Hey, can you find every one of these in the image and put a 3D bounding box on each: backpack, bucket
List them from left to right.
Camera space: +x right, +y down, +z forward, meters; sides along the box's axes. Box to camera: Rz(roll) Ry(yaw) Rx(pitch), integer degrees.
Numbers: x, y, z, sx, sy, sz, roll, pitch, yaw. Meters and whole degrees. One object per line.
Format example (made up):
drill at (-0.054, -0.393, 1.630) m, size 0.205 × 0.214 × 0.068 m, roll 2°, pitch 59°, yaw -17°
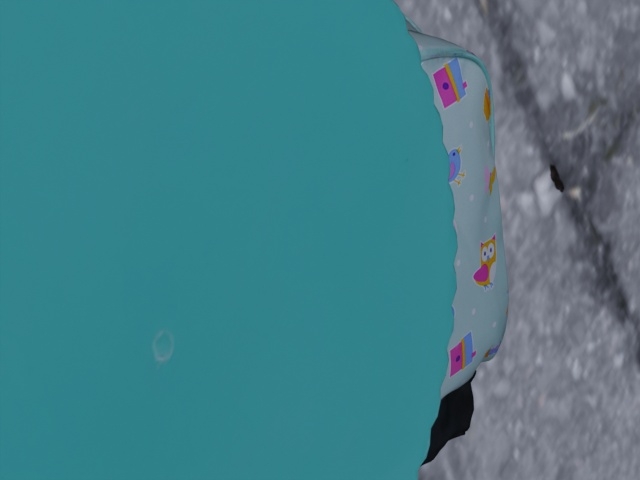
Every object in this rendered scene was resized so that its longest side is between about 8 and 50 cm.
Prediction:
bucket at (-0.103, 0.012, 0.529) m, size 0.281 × 0.183 × 0.281 m, roll -15°, pitch 110°, yaw -48°
backpack at (0.000, 0.000, 0.703) m, size 0.152 × 0.115 × 0.182 m, roll -26°, pitch 120°, yaw -45°
